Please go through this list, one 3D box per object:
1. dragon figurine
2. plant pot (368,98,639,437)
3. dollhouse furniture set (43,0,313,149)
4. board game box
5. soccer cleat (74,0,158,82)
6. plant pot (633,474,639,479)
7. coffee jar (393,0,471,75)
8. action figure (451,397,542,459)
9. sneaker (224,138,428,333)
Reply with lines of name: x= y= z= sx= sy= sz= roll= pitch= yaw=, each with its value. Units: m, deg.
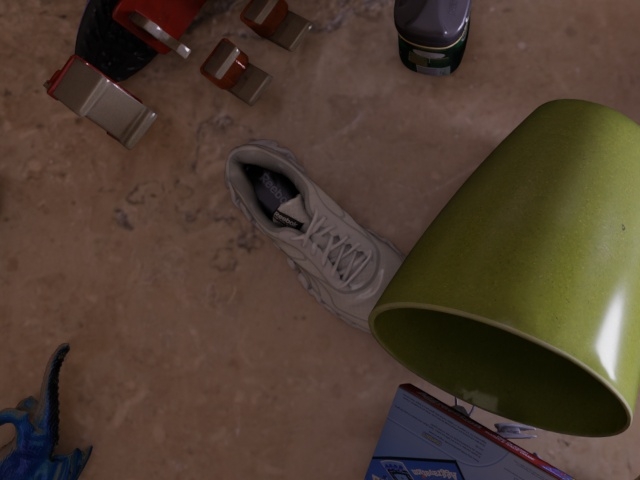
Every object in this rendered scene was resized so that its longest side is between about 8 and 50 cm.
dragon figurine: x=-0.317 y=0.256 z=1.252 sx=0.144 sy=0.085 sz=0.289 roll=37 pitch=95 yaw=5
plant pot: x=0.231 y=0.009 z=1.139 sx=0.275 sy=0.275 sz=0.293 roll=23 pitch=70 yaw=7
dollhouse furniture set: x=-0.187 y=-0.240 z=1.207 sx=0.262 sy=0.135 sz=0.259 roll=35 pitch=92 yaw=-37
board game box: x=0.168 y=0.271 z=1.104 sx=0.281 sy=0.027 sz=0.145 roll=28 pitch=103 yaw=35
soccer cleat: x=-0.206 y=-0.336 z=1.280 sx=0.116 sy=0.109 sz=0.318 roll=41 pitch=110 yaw=49
plant pot: x=0.380 y=0.356 z=1.102 sx=0.275 sy=0.275 sz=0.243 roll=-42 pitch=73 yaw=2
coffee jar: x=0.122 y=-0.242 z=1.187 sx=0.079 sy=0.184 sz=0.096 roll=11 pitch=88 yaw=6
action figure: x=0.165 y=0.309 z=1.198 sx=0.185 sy=0.099 sz=0.285 roll=-11 pitch=71 yaw=12
sneaker: x=0.000 y=0.000 z=1.222 sx=0.292 sy=0.118 sz=0.110 roll=42 pitch=90 yaw=5
